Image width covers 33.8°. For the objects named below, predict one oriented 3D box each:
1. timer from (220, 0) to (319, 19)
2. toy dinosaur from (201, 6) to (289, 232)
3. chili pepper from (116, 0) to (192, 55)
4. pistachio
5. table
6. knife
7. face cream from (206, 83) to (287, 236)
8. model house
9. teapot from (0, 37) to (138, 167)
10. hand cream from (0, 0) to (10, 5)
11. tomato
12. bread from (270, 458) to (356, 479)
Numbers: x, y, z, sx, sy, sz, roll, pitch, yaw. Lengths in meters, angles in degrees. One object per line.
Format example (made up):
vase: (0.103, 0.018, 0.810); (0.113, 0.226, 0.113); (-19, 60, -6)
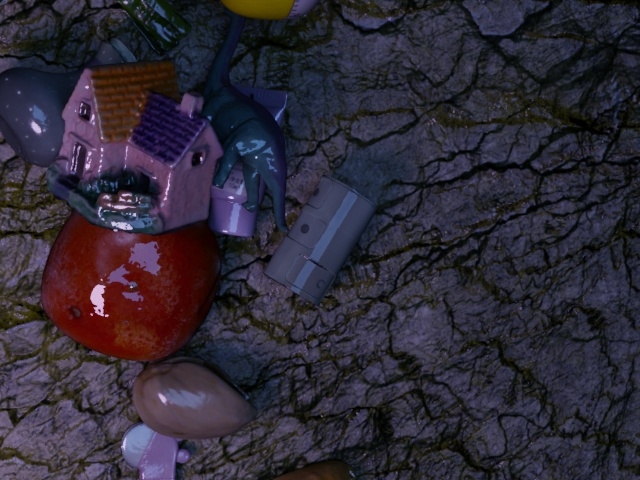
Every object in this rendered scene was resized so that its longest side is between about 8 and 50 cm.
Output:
timer: (-0.136, -0.514, 1.833); (0.285, 0.285, 0.285); (-1, 95, -16)
toy dinosaur: (-0.109, -0.234, 1.855); (0.383, 0.129, 0.331); (31, 84, 27)
chili pepper: (-0.375, -0.485, 1.871); (0.085, 0.076, 0.359); (-38, 105, 16)
pistachio: (-0.230, 0.292, 1.939); (0.237, 0.138, 0.153); (10, 112, -22)
table: (0.000, 0.000, 1.985); (0.126, 0.126, 0.220); (32, 87, -16)
knife: (-0.311, 0.533, 1.985); (0.132, 0.038, 0.399); (-1, 96, -17)
face cream: (-0.147, -0.148, 1.941); (0.096, 0.154, 0.274); (3, 99, -56)
model house: (-0.301, -0.161, 1.719); (0.202, 0.237, 0.237); (-11, 123, -46)
teapot: (-0.435, -0.249, 1.825); (0.251, 0.183, 0.183); (-36, 103, -21)
hand cream: (-0.560, -0.439, 1.842); (0.165, 0.037, 0.057); (-27, 101, -6)
tomato: (-0.333, 0.066, 1.855); (0.338, 0.144, 0.338); (-1, 98, -4)
bread: (-0.022, 0.540, 2.018); (0.251, 0.133, 0.174); (-19, 101, -14)
